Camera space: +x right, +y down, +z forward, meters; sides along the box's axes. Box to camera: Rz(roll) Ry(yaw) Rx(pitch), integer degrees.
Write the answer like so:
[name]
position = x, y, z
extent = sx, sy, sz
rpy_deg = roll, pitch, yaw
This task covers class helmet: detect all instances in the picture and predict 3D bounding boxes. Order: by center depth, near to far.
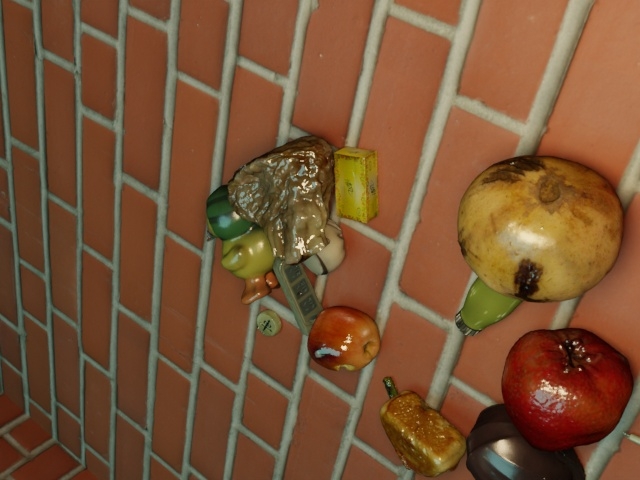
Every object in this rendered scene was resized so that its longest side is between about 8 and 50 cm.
[helmet]
position = 0.483, 0.554, 1.866
extent = 0.305, 0.177, 0.225
rpy_deg = 42, 131, 18

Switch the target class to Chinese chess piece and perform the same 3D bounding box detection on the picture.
[Chinese chess piece]
position = -0.158, 0.254, 2.354
extent = 0.084, 0.034, 0.084
rpy_deg = 18, 122, 32

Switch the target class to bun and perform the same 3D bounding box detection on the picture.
[bun]
position = 0.000, 0.000, 2.024
extent = 0.173, 0.120, 0.173
rpy_deg = 46, 165, 17

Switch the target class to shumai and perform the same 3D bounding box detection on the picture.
[shumai]
position = -0.063, -0.092, 1.924
extent = 0.346, 0.217, 0.283
rpy_deg = -33, 84, 37

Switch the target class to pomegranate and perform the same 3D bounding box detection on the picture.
[pomegranate]
position = 0.430, -0.023, 1.518
extent = 0.322, 0.322, 0.322
rpy_deg = 19, 123, 32

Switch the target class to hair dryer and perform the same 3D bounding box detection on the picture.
[hair dryer]
position = 0.734, 0.452, 1.700
extent = 0.124, 0.038, 0.063
rpy_deg = 25, 125, 38

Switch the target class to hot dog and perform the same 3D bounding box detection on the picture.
[hot dog]
position = 0.273, 0.527, 2.028
extent = 0.257, 0.150, 0.153
rpy_deg = 38, 150, 42

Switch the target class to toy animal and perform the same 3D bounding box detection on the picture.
[toy animal]
position = -0.193, -0.005, 2.147
extent = 0.191, 0.216, 0.338
rpy_deg = -19, 96, 17

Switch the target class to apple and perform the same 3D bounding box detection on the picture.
[apple]
position = 0.068, 0.271, 2.078
extent = 0.199, 0.199, 0.199
rpy_deg = 19, 123, 32

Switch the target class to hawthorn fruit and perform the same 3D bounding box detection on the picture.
[hawthorn fruit]
position = 0.522, 0.336, 1.672
extent = 0.265, 0.265, 0.307
rpy_deg = 30, 147, 25

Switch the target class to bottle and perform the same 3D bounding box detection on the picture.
[bottle]
position = 0.400, 0.124, 1.754
extent = 0.112, 0.112, 0.260
rpy_deg = 44, 134, 14

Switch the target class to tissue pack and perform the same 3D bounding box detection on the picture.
[tissue pack]
position = 0.090, -0.140, 1.918
extent = 0.095, 0.062, 0.176
rpy_deg = 16, 122, 34

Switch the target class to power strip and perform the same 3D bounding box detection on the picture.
[power strip]
position = -0.057, 0.146, 2.133
extent = 0.048, 0.080, 0.286
rpy_deg = 19, 139, 51

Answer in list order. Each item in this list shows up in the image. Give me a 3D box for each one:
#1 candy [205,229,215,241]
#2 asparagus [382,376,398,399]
[candy]
position = -0.311, -0.051, 2.322
extent = 0.175, 0.045, 0.043
rpy_deg = 119, 144, -42
[asparagus]
position = 0.209, 0.461, 2.151
extent = 0.036, 0.030, 0.165
rpy_deg = -10, 104, 18
